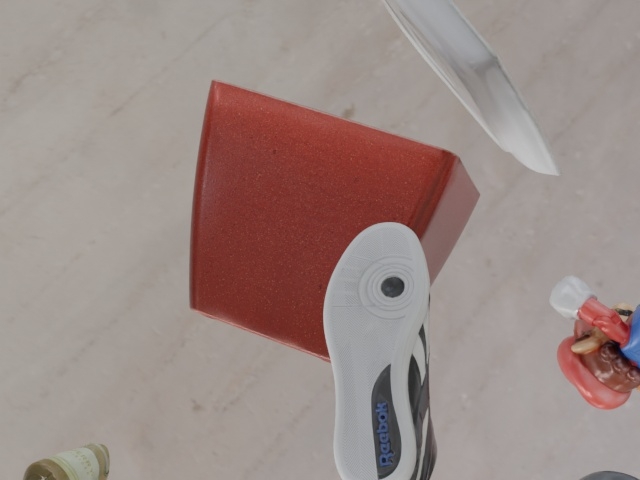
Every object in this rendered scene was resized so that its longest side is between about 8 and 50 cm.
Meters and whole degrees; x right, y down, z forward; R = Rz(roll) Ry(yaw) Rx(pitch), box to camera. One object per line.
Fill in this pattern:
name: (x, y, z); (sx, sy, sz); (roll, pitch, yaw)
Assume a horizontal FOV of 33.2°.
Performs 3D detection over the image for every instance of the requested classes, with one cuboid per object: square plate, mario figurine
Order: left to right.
square plate: (0.154, -0.249, 1.347); (0.049, 0.344, 0.347); (-39, 150, 7)
mario figurine: (0.436, 0.103, 1.412); (0.170, 0.320, 0.198); (-21, 81, -35)

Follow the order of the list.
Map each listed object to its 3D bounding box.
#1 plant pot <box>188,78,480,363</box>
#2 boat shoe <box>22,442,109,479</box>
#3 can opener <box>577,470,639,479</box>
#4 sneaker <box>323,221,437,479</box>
plant pot: (0.000, 0.000, 1.175); (0.267, 0.267, 0.236); (19, 89, 15)
boat shoe: (-0.167, 0.196, 0.686); (0.048, 0.056, 0.153); (-19, 131, -49)
can opener: (0.276, 0.318, 1.234); (0.074, 0.280, 0.093); (-32, 91, -44)
sneaker: (0.051, 0.105, 0.840); (0.121, 0.079, 0.217); (62, 30, -59)
